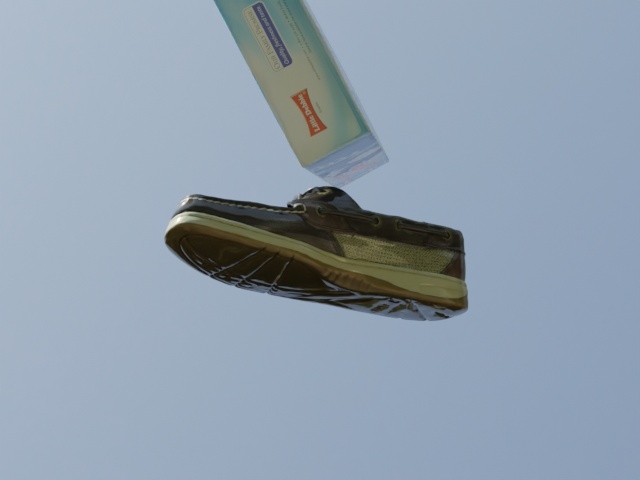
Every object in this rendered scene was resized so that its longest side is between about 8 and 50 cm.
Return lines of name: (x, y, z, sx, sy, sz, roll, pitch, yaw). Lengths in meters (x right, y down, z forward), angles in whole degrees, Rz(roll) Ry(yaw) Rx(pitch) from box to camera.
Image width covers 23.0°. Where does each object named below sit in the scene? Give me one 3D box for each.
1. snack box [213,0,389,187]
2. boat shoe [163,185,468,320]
snack box: (-0.019, -0.140, 1.233, 0.060, 0.322, 0.187, -28, -93, 4)
boat shoe: (0.001, 0.000, 1.071, 0.224, 0.080, 0.073, 15, -114, -22)
